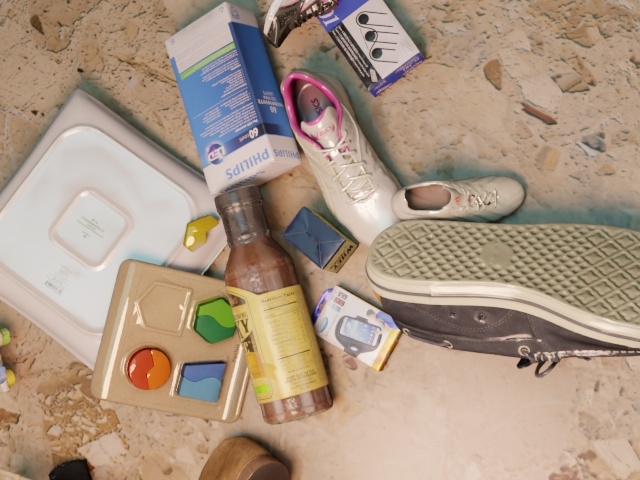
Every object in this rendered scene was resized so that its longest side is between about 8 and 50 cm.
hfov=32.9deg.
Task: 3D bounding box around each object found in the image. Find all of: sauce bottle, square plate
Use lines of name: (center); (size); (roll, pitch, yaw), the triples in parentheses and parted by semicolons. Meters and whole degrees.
sauce bottle: (-0.077, 0.092, 1.584); (0.111, 0.111, 0.344); (-17, 85, 15)
square plate: (-0.345, -0.012, 1.664); (0.347, 0.049, 0.344); (35, 83, 8)

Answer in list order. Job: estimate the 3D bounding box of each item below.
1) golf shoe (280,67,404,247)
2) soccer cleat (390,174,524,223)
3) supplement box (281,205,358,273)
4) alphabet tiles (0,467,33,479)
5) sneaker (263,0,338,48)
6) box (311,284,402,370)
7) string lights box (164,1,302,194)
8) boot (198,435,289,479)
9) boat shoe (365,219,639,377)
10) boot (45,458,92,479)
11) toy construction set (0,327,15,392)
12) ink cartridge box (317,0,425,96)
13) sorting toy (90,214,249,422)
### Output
golf shoe: (0.026, -0.118, 1.575); (0.115, 0.140, 0.306); (-33, 77, 10)
soccer cleat: (0.197, -0.057, 1.525); (0.196, 0.076, 0.068); (-6, 81, -7)
supplement box: (0.000, 0.000, 1.598); (0.083, 0.083, 0.056); (40, 96, 16)
alphabet tiles: (-0.372, 0.445, 1.636); (0.237, 0.009, 0.198); (15, 131, 18)
sneaker: (-0.015, -0.357, 1.601); (0.077, 0.072, 0.178); (36, 100, 8)
box: (0.050, 0.125, 1.600); (0.136, 0.028, 0.081); (29, 93, 16)
string lights box: (-0.135, -0.212, 1.647); (0.133, 0.076, 0.260); (-24, 77, 31)
boot: (-0.153, 0.434, 1.610); (0.115, 0.112, 0.305); (33, 100, 47)
boat shoe: (0.305, 0.083, 1.450); (0.500, 0.156, 0.187); (6, 45, 22)
boot: (-0.358, 0.382, 1.683); (0.121, 0.045, 0.099); (-22, 50, -18)
toy construction set: (-0.600, 0.110, 1.735); (0.215, 0.151, 0.328); (-29, 67, 37)
ink cartridge box: (0.059, -0.328, 1.634); (0.097, 0.046, 0.207); (-36, 74, 10)
sorting toy: (-0.197, 0.107, 1.616); (0.229, 0.041, 0.307); (14, 88, -17)
